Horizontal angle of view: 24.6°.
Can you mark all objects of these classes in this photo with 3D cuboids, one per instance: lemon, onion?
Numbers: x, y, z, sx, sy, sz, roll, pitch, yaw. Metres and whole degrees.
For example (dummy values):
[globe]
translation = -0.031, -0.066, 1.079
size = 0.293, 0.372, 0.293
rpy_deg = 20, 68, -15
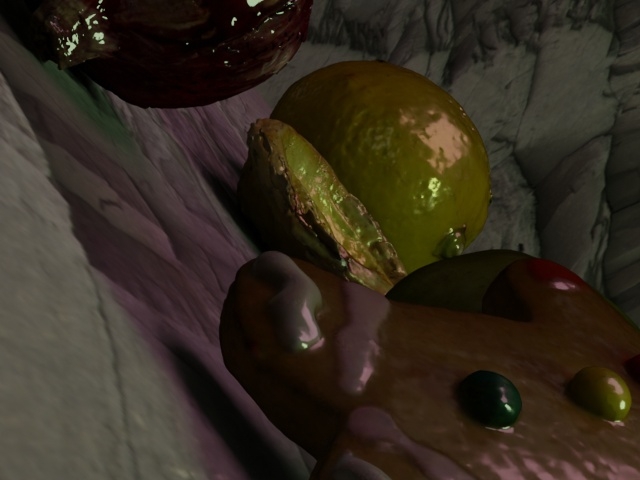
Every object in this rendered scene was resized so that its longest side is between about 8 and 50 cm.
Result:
[lemon]
translation = 0.062, -0.080, 1.695
size = 0.260, 0.260, 0.284
rpy_deg = 48, 1, -33
[onion]
translation = -0.130, -0.198, 1.078
size = 0.252, 0.219, 0.252
rpy_deg = 21, -43, 21

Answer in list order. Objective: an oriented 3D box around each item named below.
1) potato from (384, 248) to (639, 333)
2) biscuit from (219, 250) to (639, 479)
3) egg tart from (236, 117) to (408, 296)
[potato]
translation = 0.130, 0.116, 1.025
size = 0.216, 0.216, 0.304
rpy_deg = 49, -3, -20
[biscuit]
translation = 0.156, 0.097, 0.792
size = 0.432, 0.064, 0.283
rpy_deg = 7, 37, -30
[egg tart]
translation = 0.000, 0.000, 1.444
size = 0.279, 0.095, 0.279
rpy_deg = 50, 10, -12
